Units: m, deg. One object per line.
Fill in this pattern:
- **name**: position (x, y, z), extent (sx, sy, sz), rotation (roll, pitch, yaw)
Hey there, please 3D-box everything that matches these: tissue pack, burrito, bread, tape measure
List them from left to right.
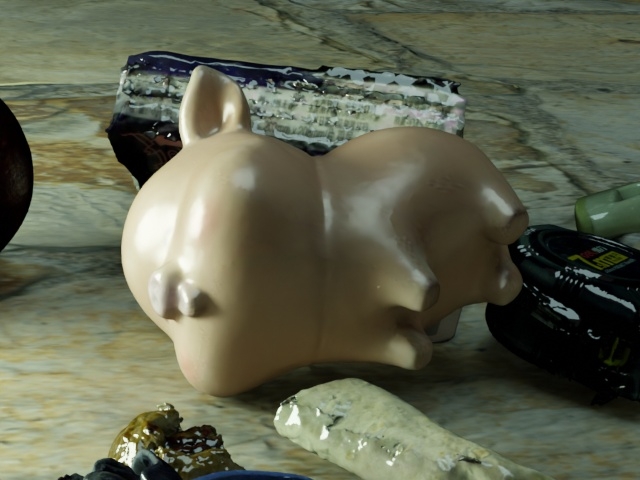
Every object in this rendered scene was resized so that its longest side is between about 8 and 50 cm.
- **bread**: position (-0.104, 0.156, 1.149), extent (0.082, 0.060, 0.113), rotation (-8, 26, -41)
- **tissue pack**: position (-0.022, -0.076, 1.592), extent (0.332, 0.123, 0.245), rotation (9, -20, 7)
- **burrito**: position (0.077, 0.161, 1.197), extent (0.226, 0.060, 0.087), rotation (23, 26, 37)
- **tape measure**: position (0.238, 0.059, 1.460), extent (0.186, 0.112, 0.199), rotation (26, 21, 25)

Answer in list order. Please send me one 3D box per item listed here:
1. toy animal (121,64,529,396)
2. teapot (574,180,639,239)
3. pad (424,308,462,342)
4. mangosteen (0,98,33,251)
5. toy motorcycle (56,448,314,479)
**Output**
- **toy animal**: position (0.000, 0.000, 1.350), extent (0.269, 0.237, 0.326), rotation (26, 34, 37)
- **teapot**: position (0.452, -0.040, 1.739), extent (0.239, 0.321, 0.239), rotation (50, 8, 1)
- **pad**: position (0.002, 0.042, 1.571), extent (0.266, 0.002, 0.176), rotation (10, 20, 8)
- **mangosteen**: position (-0.357, -0.039, 1.405), extent (0.211, 0.211, 0.250), rotation (8, 32, 2)
- **toy motorcycle**: position (-0.023, 0.222, 0.930), extent (0.213, 0.125, 0.358), rotation (7, 21, -26)
